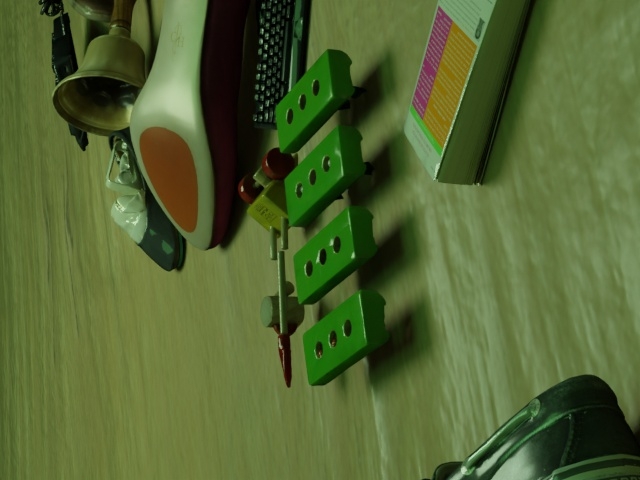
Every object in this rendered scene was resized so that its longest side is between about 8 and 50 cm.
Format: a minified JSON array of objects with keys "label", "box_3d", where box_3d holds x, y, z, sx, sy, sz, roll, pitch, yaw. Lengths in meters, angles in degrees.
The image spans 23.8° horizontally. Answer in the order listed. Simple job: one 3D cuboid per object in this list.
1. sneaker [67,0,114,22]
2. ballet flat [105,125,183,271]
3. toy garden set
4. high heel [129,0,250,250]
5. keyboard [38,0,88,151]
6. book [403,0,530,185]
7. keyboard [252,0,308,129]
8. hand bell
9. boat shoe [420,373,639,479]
[{"label":"sneaker","box_3d":[-0.293,-0.356,1.945,0.188,0.066,0.071,-111,34,-43]},{"label":"ballet flat","box_3d":[-0.203,-0.049,1.693,0.074,0.074,0.203,119,146,-46]},{"label":"toy garden set","box_3d":[0.000,0.000,1.240,0.204,0.049,0.244,138,130,-57]},{"label":"high heel","box_3d":[-0.092,-0.180,1.476,0.127,0.181,0.377,23,130,37]},{"label":"keyboard","box_3d":[-0.327,-0.241,1.919,0.317,0.033,0.202,-121,22,-70]},{"label":"book","box_3d":[0.096,-0.123,1.044,0.096,0.035,0.144,-120,40,-57]},{"label":"keyboard","box_3d":[-0.041,-0.192,1.388,0.108,0.023,0.180,-165,80,-67]},{"label":"hand bell","box_3d":[-0.234,-0.255,1.789,0.126,0.126,0.242,130,150,-55]},{"label":"boat shoe","box_3d":[0.093,0.185,0.920,0.301,0.108,0.102,123,143,-46]}]
